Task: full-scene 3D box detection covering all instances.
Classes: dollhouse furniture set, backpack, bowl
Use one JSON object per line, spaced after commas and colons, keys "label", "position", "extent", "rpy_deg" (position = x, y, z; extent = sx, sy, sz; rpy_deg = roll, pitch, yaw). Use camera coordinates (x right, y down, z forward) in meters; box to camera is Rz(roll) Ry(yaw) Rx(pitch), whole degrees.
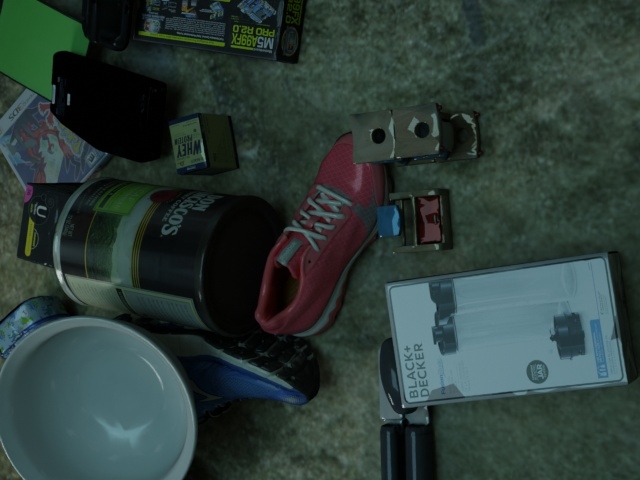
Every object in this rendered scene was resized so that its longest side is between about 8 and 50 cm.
{"label": "dollhouse furniture set", "position": [0.132, -0.077, 1.590], "extent": [0.129, 0.129, 0.183], "rpy_deg": [-5, 89, 31]}
{"label": "backpack", "position": [-0.463, 0.147, 1.979], "extent": [0.114, 0.105, 0.084], "rpy_deg": [-43, 73, 25]}
{"label": "bowl", "position": [-0.298, 0.231, 1.721], "extent": [0.298, 0.134, 0.297], "rpy_deg": [3, 105, 11]}

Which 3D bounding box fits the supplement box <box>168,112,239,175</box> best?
{"label": "supplement box", "position": [-0.172, -0.142, 1.800], "extent": [0.056, 0.083, 0.083], "rpy_deg": [-13, 86, 31]}

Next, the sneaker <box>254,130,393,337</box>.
{"label": "sneaker", "position": [0.000, 0.001, 1.670], "extent": [0.116, 0.136, 0.313], "rpy_deg": [28, 106, 26]}

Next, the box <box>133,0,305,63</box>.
{"label": "box", "position": [-0.144, -0.384, 1.787], "extent": [0.270, 0.060, 0.216], "rpy_deg": [13, 99, 31]}

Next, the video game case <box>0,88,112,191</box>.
{"label": "video game case", "position": [-0.446, -0.163, 2.001], "extent": [0.183, 0.023, 0.201], "rpy_deg": [-43, 71, 26]}

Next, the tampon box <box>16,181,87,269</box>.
{"label": "tampon box", "position": [-0.373, -0.023, 1.883], "extent": [0.101, 0.161, 0.120], "rpy_deg": [15, 99, 30]}

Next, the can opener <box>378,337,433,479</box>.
{"label": "can opener", "position": [0.104, 0.273, 1.641], "extent": [0.076, 0.095, 0.283], "rpy_deg": [-5, 83, 32]}

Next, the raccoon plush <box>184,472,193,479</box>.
{"label": "raccoon plush", "position": [-0.341, 0.443, 1.921], "extent": [0.446, 0.216, 0.299], "rpy_deg": [-126, 43, -52]}

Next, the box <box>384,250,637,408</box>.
{"label": "box", "position": [0.238, 0.115, 1.532], "extent": [0.290, 0.087, 0.169], "rpy_deg": [-8, 88, 22]}

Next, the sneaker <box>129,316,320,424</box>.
{"label": "sneaker", "position": [-0.140, 0.199, 1.790], "extent": [0.330, 0.130, 0.147], "rpy_deg": [9, 111, 34]}

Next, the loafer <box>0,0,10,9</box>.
{"label": "loafer", "position": [-0.472, -0.467, 1.970], "extent": [0.220, 0.080, 0.078], "rpy_deg": [-47, 70, 24]}

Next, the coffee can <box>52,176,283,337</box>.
{"label": "coffee can", "position": [-0.220, 0.020, 1.767], "extent": [0.275, 0.201, 0.201], "rpy_deg": [8, 96, 31]}

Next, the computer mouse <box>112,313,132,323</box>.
{"label": "computer mouse", "position": [-0.380, 0.212, 1.855], "extent": [0.184, 0.262, 0.060], "rpy_deg": [-19, 112, 41]}

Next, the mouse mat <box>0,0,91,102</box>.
{"label": "mouse mat", "position": [-0.453, -0.311, 1.957], "extent": [0.190, 0.007, 0.152], "rpy_deg": [30, 117, 18]}

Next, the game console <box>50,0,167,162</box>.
{"label": "game console", "position": [-0.315, -0.309, 1.840], "extent": [0.213, 0.044, 0.361], "rpy_deg": [21, 115, 30]}
